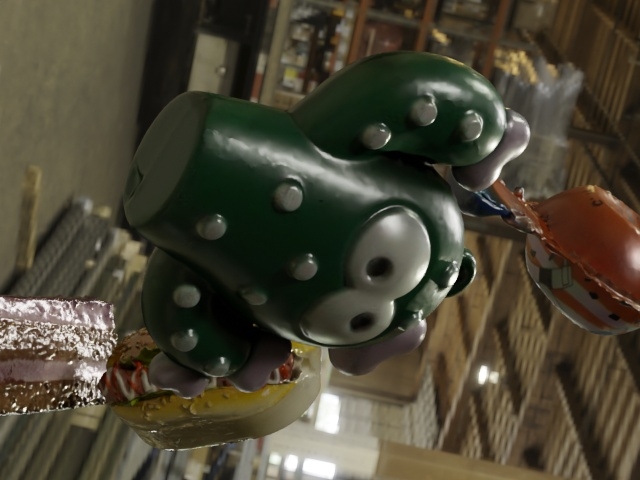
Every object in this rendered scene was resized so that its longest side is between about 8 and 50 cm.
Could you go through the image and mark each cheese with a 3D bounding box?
[{"bbox_3d":[0.282,0.000,1.156,0.129,0.329,0.217,-53,-155,19],"label":"cheese"}]

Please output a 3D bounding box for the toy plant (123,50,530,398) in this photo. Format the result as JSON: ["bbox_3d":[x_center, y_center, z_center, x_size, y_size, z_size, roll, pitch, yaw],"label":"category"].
[{"bbox_3d":[0.004,-0.003,0.601,0.113,0.243,0.233,-121,-145,-46],"label":"toy plant"}]

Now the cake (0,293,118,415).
[{"bbox_3d":[-0.284,0.107,0.932,0.295,0.112,0.116,4,82,-58],"label":"cake"}]

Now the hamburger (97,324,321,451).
[{"bbox_3d":[-0.101,0.124,0.970,0.173,0.210,0.116,-63,141,-70],"label":"hamburger"}]
